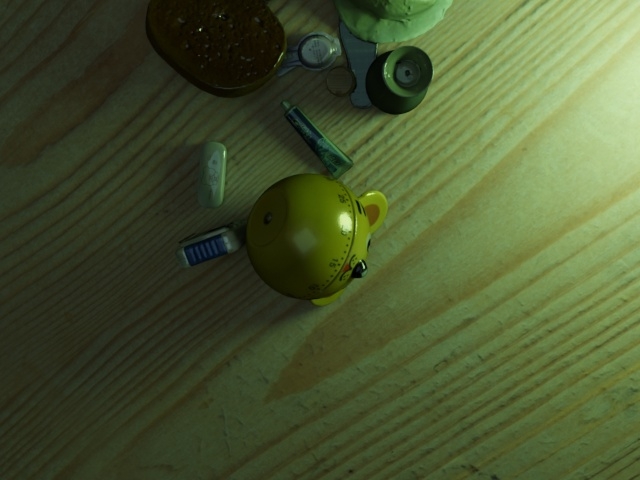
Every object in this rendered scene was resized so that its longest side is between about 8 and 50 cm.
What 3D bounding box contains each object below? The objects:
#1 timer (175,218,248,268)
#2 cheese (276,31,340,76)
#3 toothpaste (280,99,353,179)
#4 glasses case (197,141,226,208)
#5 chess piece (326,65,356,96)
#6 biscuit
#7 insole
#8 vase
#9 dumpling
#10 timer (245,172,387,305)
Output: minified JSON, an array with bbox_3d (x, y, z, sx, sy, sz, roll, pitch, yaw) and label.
[{"bbox_3d":[-0.290,0.001,1.844,0.178,0.253,0.078,-20,96,7],"label":"timer"},{"bbox_3d":[-0.038,-0.520,1.842,0.190,0.042,0.105,-8,97,8],"label":"cheese"},{"bbox_3d":[-0.018,-0.292,1.878,0.069,0.047,0.268,-43,96,-2],"label":"toothpaste"},{"bbox_3d":[-0.314,-0.189,1.919,0.074,0.049,0.194,8,99,5],"label":"glasses case"},{"bbox_3d":[0.057,-0.442,1.841,0.083,0.038,0.084,3,102,14],"label":"chess piece"},{"bbox_3d":[-0.271,-0.577,1.813,0.350,0.070,0.394,-42,83,-9],"label":"biscuit"},{"bbox_3d":[0.107,-0.523,1.842,0.110,0.012,0.310,-2,99,5],"label":"insole"},{"bbox_3d":[0.209,-0.413,1.687,0.173,0.321,0.173,0,99,0],"label":"vase"},{"bbox_3d":[0.160,-0.669,1.712,0.270,0.212,0.321,-41,87,6],"label":"dumpling"},{"bbox_3d":[0.000,0.000,1.798,0.387,0.376,0.376,21,105,-42],"label":"timer"}]
